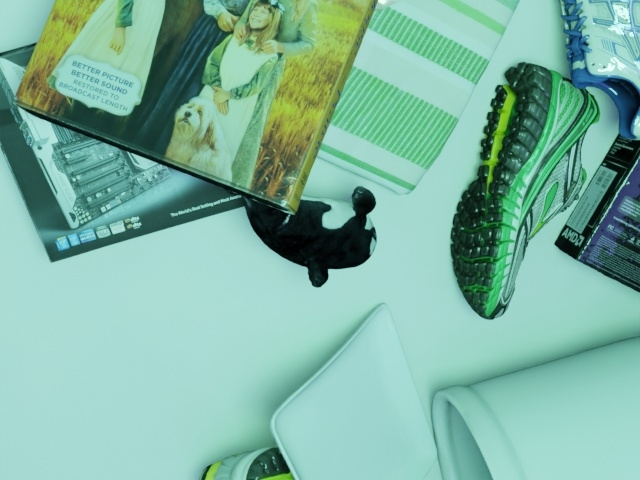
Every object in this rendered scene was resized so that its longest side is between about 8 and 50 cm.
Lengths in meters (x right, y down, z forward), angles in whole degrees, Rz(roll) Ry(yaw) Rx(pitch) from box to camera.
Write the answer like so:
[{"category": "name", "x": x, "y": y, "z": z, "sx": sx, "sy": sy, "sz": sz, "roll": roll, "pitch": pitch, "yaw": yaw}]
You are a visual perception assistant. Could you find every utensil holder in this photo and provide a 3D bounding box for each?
[{"category": "utensil holder", "x": 0.389, "y": 0.307, "z": 1.179, "sx": 0.386, "sy": 0.327, "sz": 0.327, "roll": -17, "pitch": 112, "yaw": -8}]

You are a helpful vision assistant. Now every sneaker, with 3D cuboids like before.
[{"category": "sneaker", "x": -0.018, "y": 0.395, "z": 1.228, "sx": 0.384, "sy": 0.147, "sz": 0.145, "roll": 49, "pitch": 50, "yaw": -36}, {"category": "sneaker", "x": 0.278, "y": -0.050, "z": 1.136, "sx": 0.146, "sy": 0.134, "sz": 0.343, "roll": 12, "pitch": 104, "yaw": -18}, {"category": "sneaker", "x": 0.349, "y": -0.259, "z": 1.056, "sx": 0.131, "sy": 0.112, "sz": 0.296, "roll": -39, "pitch": 90, "yaw": -3}]

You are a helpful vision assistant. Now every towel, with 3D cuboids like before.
[{"category": "towel", "x": 0.091, "y": -0.238, "z": 1.078, "sx": 0.248, "sy": 0.038, "sz": 0.324, "roll": 22, "pitch": 101, "yaw": -20}]

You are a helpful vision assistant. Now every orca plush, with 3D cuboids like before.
[{"category": "orca plush", "x": 0.000, "y": 0.000, "z": 1.019, "sx": 0.151, "sy": 0.287, "sz": 0.102, "roll": -19, "pitch": 69, "yaw": 8}]

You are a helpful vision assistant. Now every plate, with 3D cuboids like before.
[{"category": "plate", "x": 0.046, "y": 0.269, "z": 1.162, "sx": 0.277, "sy": 0.045, "sz": 0.277, "roll": -41, "pitch": 118, "yaw": -44}]

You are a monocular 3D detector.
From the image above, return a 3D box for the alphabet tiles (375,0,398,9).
[{"category": "alphabet tiles", "x": 0.024, "y": -0.400, "z": 0.983, "sx": 0.284, "sy": 0.021, "sz": 0.277, "roll": -27, "pitch": 103, "yaw": 1}]

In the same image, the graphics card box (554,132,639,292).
[{"category": "graphics card box", "x": 0.523, "y": -0.094, "z": 1.193, "sx": 0.233, "sy": 0.094, "sz": 0.370, "roll": 24, "pitch": 100, "yaw": -13}]

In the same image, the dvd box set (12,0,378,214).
[{"category": "dvd box set", "x": -0.092, "y": -0.274, "z": 0.884, "sx": 0.308, "sy": 0.062, "sz": 0.420, "roll": 22, "pitch": 86, "yaw": 5}]

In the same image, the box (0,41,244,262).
[{"category": "box", "x": -0.207, "y": -0.134, "z": 0.995, "sx": 0.308, "sy": 0.076, "sz": 0.242, "roll": -16, "pitch": 112, "yaw": 0}]
